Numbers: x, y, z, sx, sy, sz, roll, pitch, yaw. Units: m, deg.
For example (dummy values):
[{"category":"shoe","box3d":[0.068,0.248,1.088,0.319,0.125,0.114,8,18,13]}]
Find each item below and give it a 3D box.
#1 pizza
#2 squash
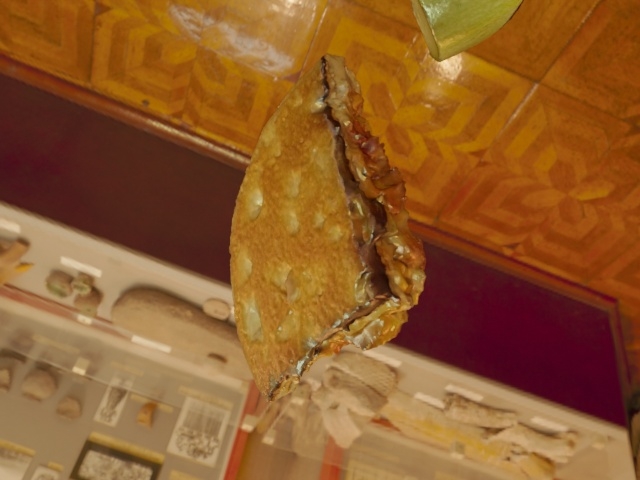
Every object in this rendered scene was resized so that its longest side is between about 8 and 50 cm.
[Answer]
[{"category":"pizza","box3d":[0.000,0.000,0.702,0.278,0.408,0.114,12,-170,43]},{"category":"squash","box3d":[0.230,-0.406,1.027,0.155,0.204,0.237,-26,126,12]}]
